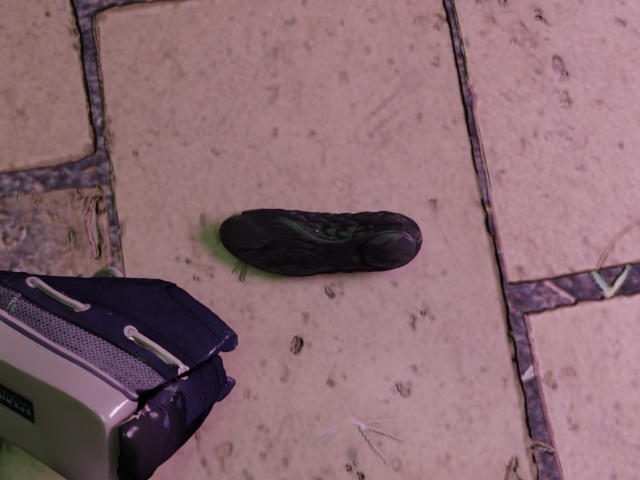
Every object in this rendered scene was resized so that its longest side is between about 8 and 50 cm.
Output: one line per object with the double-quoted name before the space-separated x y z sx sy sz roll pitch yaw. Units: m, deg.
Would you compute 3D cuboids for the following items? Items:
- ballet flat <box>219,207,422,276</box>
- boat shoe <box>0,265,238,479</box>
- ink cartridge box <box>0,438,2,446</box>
"ballet flat" 0.000 0.000 1.026 0.173 0.049 0.057 4 109 7
"boat shoe" -0.224 0.073 0.983 0.340 0.127 0.158 28 40 25
"ink cartridge box" -0.332 0.188 0.976 0.122 0.052 0.089 11 76 3
